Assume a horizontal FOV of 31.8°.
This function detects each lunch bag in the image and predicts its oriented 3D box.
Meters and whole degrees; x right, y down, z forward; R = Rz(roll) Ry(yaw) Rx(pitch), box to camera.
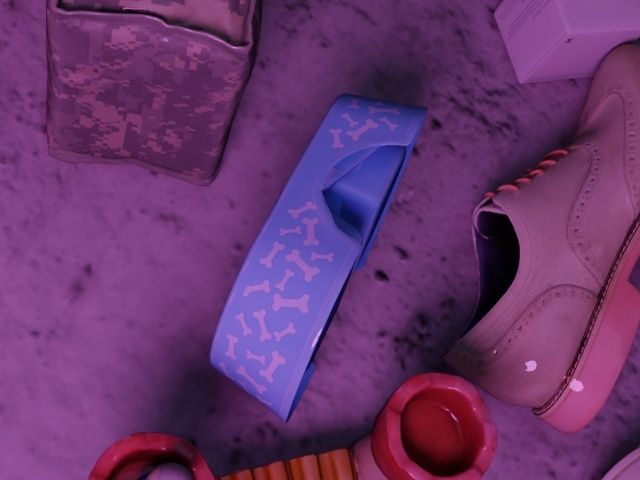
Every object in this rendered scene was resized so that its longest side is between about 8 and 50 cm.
[{"bbox_3d":[-0.120,-0.224,0.899,0.168,0.235,0.287,10,66,-10],"label":"lunch bag"}]

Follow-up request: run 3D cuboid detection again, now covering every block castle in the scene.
[{"bbox_3d":[0.017,0.332,0.729,0.303,0.213,0.453,-8,72,-22],"label":"block castle"}]

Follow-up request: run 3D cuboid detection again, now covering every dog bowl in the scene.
[{"bbox_3d":[0.000,0.000,0.884,0.074,0.166,0.297,24,51,5],"label":"dog bowl"}]

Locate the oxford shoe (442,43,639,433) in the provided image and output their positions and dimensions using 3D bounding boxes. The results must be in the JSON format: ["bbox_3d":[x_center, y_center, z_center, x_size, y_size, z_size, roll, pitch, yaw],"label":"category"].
[{"bbox_3d":[0.222,-0.036,1.003,0.146,0.140,0.397,23,61,-4],"label":"oxford shoe"}]

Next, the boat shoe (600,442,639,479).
[{"bbox_3d":[0.321,0.204,0.970,0.254,0.079,0.095,-21,74,-29],"label":"boat shoe"}]

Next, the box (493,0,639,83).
[{"bbox_3d":[0.246,-0.218,1.106,0.101,0.102,0.087,-8,70,-24],"label":"box"}]
